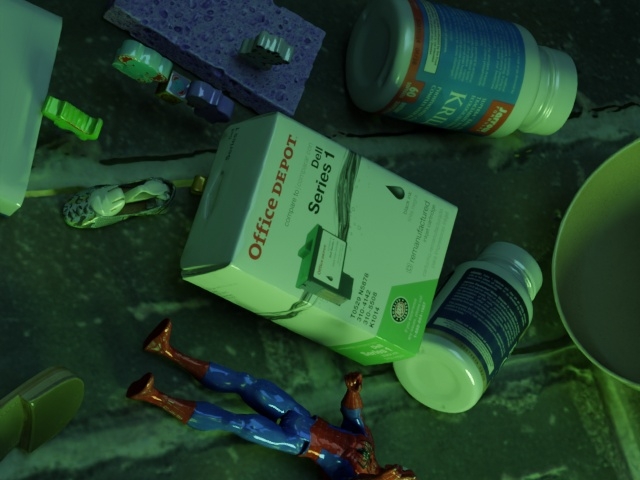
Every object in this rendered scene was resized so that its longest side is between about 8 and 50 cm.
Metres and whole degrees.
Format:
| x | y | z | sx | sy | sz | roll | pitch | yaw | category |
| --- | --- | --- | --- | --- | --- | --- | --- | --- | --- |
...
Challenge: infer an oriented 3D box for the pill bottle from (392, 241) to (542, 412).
| x | y | z | sx | sy | sz | roll | pitch | yaw | category |
| --- | --- | --- | --- | --- | --- | --- | --- | --- | --- |
| 0.148 | 0.079 | 1.921 | 0.094 | 0.094 | 0.169 | 43 | 52 | -5 | pill bottle |

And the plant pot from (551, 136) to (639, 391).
| x | y | z | sx | sy | sz | roll | pitch | yaw | category |
| --- | --- | --- | --- | --- | --- | --- | --- | --- | --- |
| 0.400 | 0.048 | 2.011 | 0.191 | 0.284 | 0.284 | 40 | 41 | -55 | plant pot |

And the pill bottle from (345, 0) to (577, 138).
| x | y | z | sx | sy | sz | roll | pitch | yaw | category |
| --- | --- | --- | --- | --- | --- | --- | --- | --- | --- |
| 0.147 | -0.172 | 2.032 | 0.221 | 0.124 | 0.124 | 10 | 61 | -26 | pill bottle |

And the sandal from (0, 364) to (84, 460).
| x | y | z | sx | sy | sz | roll | pitch | yaw | category |
| --- | --- | --- | --- | --- | --- | --- | --- | --- | --- |
| -0.305 | 0.158 | 1.634 | 0.079 | 0.088 | 0.240 | 31 | 38 | 26 | sandal |

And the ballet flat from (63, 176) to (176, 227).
| x | y | z | sx | sy | sz | roll | pitch | yaw | category |
| --- | --- | --- | --- | --- | --- | --- | --- | --- | --- |
| -0.180 | -0.039 | 1.818 | 0.114 | 0.041 | 0.041 | -12 | 73 | -35 | ballet flat |

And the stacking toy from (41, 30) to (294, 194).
| x | y | z | sx | sy | sz | roll | pitch | yaw | category |
| --- | --- | --- | --- | --- | --- | --- | --- | --- | --- |
| -0.136 | -0.147 | 1.850 | 0.221 | 0.052 | 0.167 | 27 | 68 | -28 | stacking toy |

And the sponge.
| x | y | z | sx | sy | sz | roll | pitch | yaw | category |
| --- | --- | --- | --- | --- | --- | --- | --- | --- | --- |
| -0.103 | -0.213 | 1.960 | 0.210 | 0.031 | 0.117 | 32 | 54 | -15 | sponge |

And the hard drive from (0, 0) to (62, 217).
| x | y | z | sx | sy | sz | roll | pitch | yaw | category |
| --- | --- | --- | --- | --- | --- | --- | --- | --- | --- |
| -0.390 | -0.171 | 1.739 | 0.318 | 0.040 | 0.210 | 24 | 56 | -26 | hard drive |

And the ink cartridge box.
| x | y | z | sx | sy | sz | roll | pitch | yaw | category |
| --- | --- | --- | --- | --- | --- | --- | --- | --- | --- |
| 0.000 | 0.000 | 1.836 | 0.219 | 0.092 | 0.160 | 26 | 69 | -29 | ink cartridge box |

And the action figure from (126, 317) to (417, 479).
| x | y | z | sx | sy | sz | roll | pitch | yaw | category |
| --- | --- | --- | --- | --- | --- | --- | --- | --- | --- |
| -0.016 | 0.153 | 1.762 | 0.280 | 0.139 | 0.091 | 29 | 55 | -19 | action figure |
